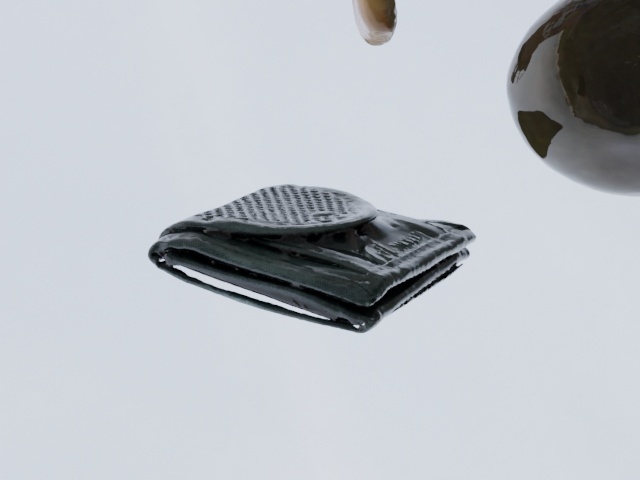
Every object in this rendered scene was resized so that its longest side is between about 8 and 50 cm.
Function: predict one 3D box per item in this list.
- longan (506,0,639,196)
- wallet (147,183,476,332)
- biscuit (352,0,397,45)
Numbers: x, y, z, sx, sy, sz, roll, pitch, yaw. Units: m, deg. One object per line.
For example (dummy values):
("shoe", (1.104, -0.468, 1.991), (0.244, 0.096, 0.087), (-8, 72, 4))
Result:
("longan", (0.310, -0.147, 1.911), (0.215, 0.246, 0.246), (62, -145, -34))
("wallet", (0.000, 0.000, 1.990), (0.342, 0.237, 0.075), (-27, -50, -66))
("biscuit", (0.032, -0.218, 1.397), (0.249, 0.030, 0.160), (-81, -14, -85))
